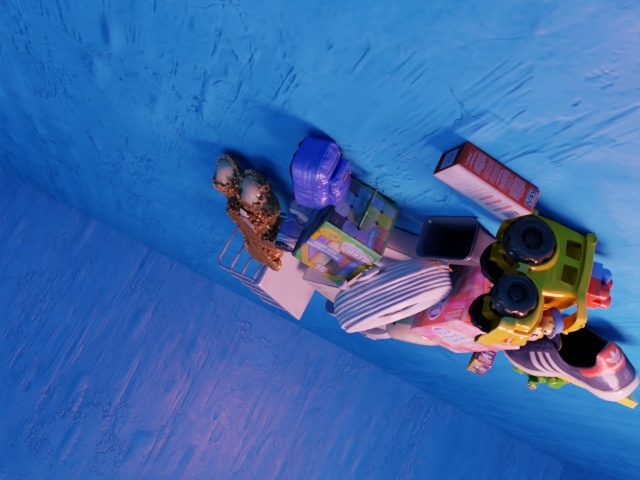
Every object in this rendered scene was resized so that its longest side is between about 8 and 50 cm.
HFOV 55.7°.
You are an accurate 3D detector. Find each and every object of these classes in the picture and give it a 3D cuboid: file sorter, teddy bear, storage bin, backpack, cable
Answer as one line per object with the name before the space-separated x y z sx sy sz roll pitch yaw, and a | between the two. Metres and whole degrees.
file sorter | -0.136 0.072 1.761 0.173 0.192 0.277 20 163 30
teddy bear | -0.142 -0.071 1.426 0.245 0.113 0.338 19 149 43
storage bin | 0.264 0.015 1.147 0.091 0.098 0.135 24 168 -34
backpack | 0.002 -0.126 1.088 0.101 0.097 0.120 11 148 17
cable | 0.152 0.114 1.260 0.257 0.089 0.257 -16 163 -12

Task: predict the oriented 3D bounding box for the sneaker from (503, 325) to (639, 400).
sneaker | 0.546 0.237 1.388 0.148 0.131 0.350 56 158 -22

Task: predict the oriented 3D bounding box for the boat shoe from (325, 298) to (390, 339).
boat shoe | 0.170 0.265 1.998 0.156 0.135 0.367 36 164 -31

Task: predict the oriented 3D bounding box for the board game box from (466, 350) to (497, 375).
board game box | 0.441 0.273 1.587 0.048 0.141 0.170 22 165 14

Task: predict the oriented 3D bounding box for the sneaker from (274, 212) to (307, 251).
sneaker | 0.000 0.000 1.334 0.211 0.081 0.080 17 171 -38

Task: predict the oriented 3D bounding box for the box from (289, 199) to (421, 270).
box | 0.093 0.004 1.426 0.322 0.058 0.232 23 164 14

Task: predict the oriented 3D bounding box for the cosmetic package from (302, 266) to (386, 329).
cosmetic package | 0.109 0.145 1.752 0.160 0.113 0.309 11 158 42

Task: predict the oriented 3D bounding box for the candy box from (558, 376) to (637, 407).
candy box | 0.663 0.325 1.474 0.206 0.105 0.027 23 124 1

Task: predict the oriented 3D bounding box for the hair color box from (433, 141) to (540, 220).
hair color box | 0.250 -0.087 0.914 0.141 0.043 0.072 31 163 -14

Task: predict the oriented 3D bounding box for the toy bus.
toy bus | 0.366 0.082 0.973 0.212 0.220 0.149 20 159 1

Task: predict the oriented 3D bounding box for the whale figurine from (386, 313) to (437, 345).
whale figurine | 0.312 0.217 1.690 0.272 0.141 0.216 7 176 -30

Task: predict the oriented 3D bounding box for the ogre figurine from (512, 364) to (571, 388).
ogre figurine | 0.612 0.354 1.684 0.197 0.096 0.118 6 141 14

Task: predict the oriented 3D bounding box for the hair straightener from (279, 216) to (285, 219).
hair straightener | -0.163 -0.071 1.634 0.231 0.047 0.088 22 136 38

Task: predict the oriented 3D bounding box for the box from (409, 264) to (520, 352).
box | 0.330 0.152 1.343 0.142 0.154 0.300 25 165 -5

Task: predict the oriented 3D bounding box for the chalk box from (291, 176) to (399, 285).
chalk box | 0.060 -0.026 1.186 0.132 0.132 0.213 33 146 -11
